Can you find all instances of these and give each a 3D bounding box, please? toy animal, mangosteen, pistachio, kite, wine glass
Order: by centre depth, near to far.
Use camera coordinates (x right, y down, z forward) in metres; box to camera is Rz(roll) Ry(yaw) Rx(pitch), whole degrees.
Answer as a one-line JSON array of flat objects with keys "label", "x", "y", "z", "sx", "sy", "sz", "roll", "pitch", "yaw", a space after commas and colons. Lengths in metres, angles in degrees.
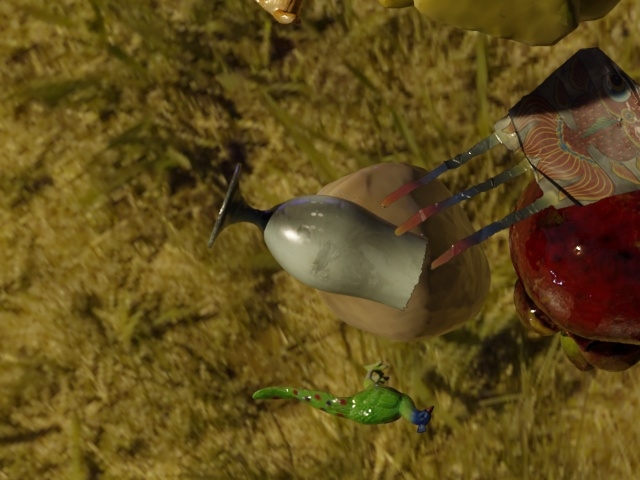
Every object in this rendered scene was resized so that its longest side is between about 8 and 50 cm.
[{"label": "kite", "x": 0.155, "y": -0.051, "z": 0.970, "sx": 0.229, "sy": 0.016, "sz": 0.127, "roll": -31, "pitch": 67, "yaw": -17}, {"label": "toy animal", "x": -0.020, "y": -0.235, "z": 1.179, "sx": 0.083, "sy": 0.060, "sz": 0.081, "roll": -53, "pitch": 24, "yaw": 21}, {"label": "wine glass", "x": 0.000, "y": 0.000, "z": 1.304, "sx": 0.202, "sy": 0.093, "sz": 0.093, "roll": 21, "pitch": 66, "yaw": -4}, {"label": "mangosteen", "x": 0.285, "y": 0.026, "z": 1.327, "sx": 0.215, "sy": 0.257, "sz": 0.215, "roll": 5, "pitch": 44, "yaw": -4}, {"label": "toy animal", "x": 0.032, "y": 0.165, "z": 1.494, "sx": 0.217, "sy": 0.041, "sz": 0.075, "roll": 8, "pitch": 46, "yaw": 29}, {"label": "pistachio", "x": 0.107, "y": 0.022, "z": 1.792, "sx": 0.208, "sy": 0.332, "sz": 0.226, "roll": 29, "pitch": 87, "yaw": 49}]

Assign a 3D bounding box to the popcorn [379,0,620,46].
[{"label": "popcorn", "x": 0.084, "y": -0.174, "z": 0.506, "sx": 0.218, "sy": 0.189, "sz": 0.169, "roll": -20, "pitch": 49, "yaw": -18}]
